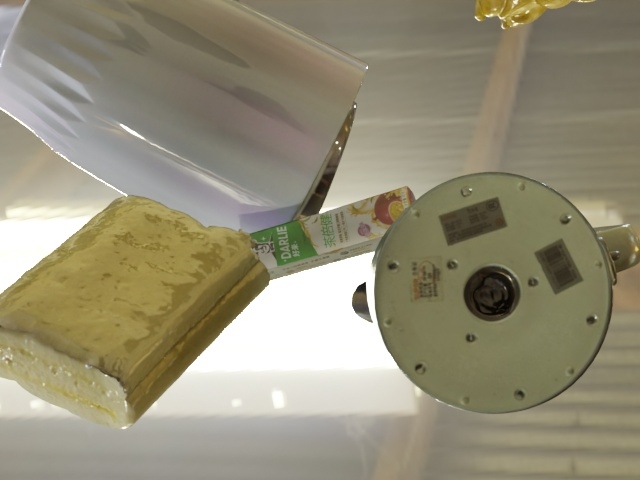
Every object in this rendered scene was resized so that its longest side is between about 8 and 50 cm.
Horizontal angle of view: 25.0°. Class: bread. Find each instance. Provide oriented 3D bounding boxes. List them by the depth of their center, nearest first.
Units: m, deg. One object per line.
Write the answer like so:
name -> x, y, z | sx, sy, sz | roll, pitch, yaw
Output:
bread -> -0.133, 0.041, 0.961 | 0.139, 0.060, 0.178 | 21, -142, 17

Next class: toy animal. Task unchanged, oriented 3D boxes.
toy animal -> 0.242, -0.279, 1.548 | 0.070, 0.083, 0.159 | 9, 174, -39

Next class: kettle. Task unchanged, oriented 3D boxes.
kettle -> 0.130, 0.024, 1.064 | 0.210, 0.160, 0.243 | -20, -178, -3

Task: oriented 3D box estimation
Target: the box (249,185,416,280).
box -> 0.000, 0.000, 1.441 | 0.207, 0.041, 0.050 | -16, -116, 10

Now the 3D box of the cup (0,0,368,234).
cup -> -0.144, -0.155, 1.564 | 0.371, 0.253, 0.253 | 28, -150, -4
